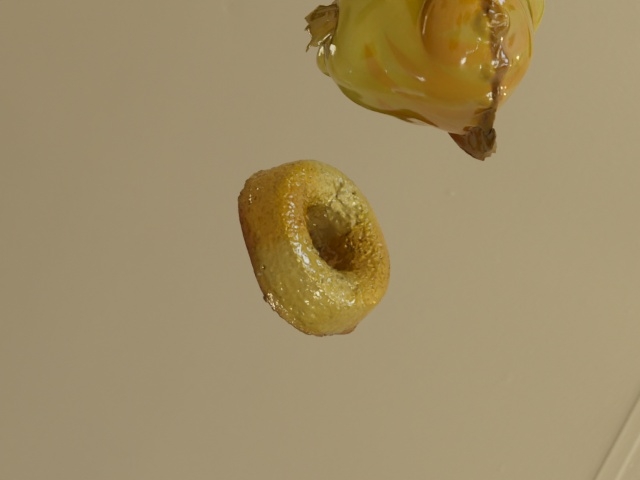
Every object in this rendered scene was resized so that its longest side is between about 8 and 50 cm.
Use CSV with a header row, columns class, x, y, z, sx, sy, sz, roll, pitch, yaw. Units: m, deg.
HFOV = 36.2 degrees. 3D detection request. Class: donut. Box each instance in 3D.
class,x,y,z,sx,sy,sz,roll,pitch,yaw
donut,0.000,0.000,0.927,0.065,0.162,0.178,-30,-104,36

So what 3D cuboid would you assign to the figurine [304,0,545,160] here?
class,x,y,z,sx,sy,sz,roll,pitch,yaw
figurine,0.050,-0.154,0.627,0.156,0.131,0.246,-20,-130,-11
